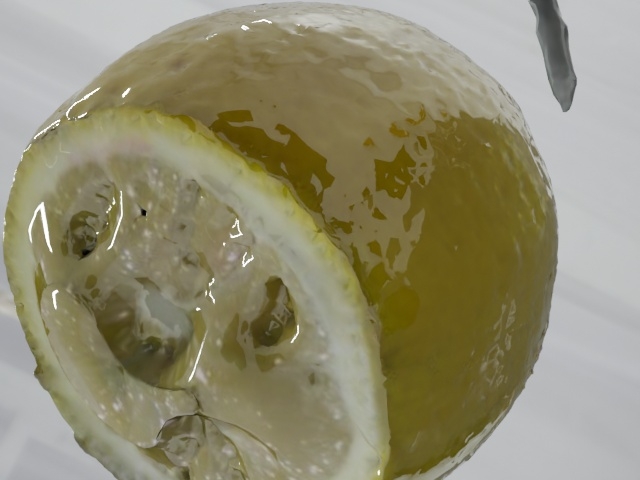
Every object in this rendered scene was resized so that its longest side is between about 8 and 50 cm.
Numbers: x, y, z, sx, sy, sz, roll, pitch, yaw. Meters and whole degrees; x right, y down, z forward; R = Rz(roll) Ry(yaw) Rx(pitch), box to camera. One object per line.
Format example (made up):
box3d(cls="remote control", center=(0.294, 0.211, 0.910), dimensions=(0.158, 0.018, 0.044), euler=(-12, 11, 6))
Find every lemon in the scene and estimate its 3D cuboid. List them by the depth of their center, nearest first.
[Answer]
box3d(cls="lemon", center=(0.000, 0.000, 1.057), dimensions=(0.364, 0.364, 0.364), euler=(-64, 2, 4))

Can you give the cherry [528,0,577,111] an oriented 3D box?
box3d(cls="cherry", center=(-0.002, -0.258, 0.639), dimensions=(0.335, 0.326, 0.291), euler=(66, -153, -54))
